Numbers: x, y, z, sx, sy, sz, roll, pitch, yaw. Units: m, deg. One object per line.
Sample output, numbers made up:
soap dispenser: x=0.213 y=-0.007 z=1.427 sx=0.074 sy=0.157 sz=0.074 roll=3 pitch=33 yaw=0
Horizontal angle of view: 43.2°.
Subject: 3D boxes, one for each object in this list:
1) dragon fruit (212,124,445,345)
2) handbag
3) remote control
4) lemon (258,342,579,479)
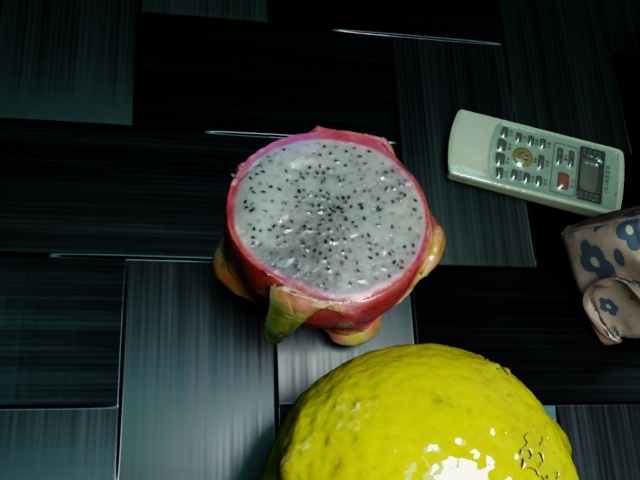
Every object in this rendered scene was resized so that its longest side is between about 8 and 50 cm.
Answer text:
dragon fruit: x=0.000 y=0.000 z=1.070 sx=0.290 sy=0.189 sz=0.291 roll=5 pitch=60 yaw=-8
handbag: x=0.472 y=0.043 z=1.113 sx=0.190 sy=0.251 sz=0.193 roll=-17 pitch=90 yaw=-15
remote control: x=0.334 y=-0.119 z=1.258 sx=0.285 sy=0.038 sz=0.123 roll=16 pitch=67 yaw=-6
lemon: x=0.098 y=0.294 z=0.882 sx=0.387 sy=0.350 sz=0.350 roll=-20 pitch=74 yaw=-9
